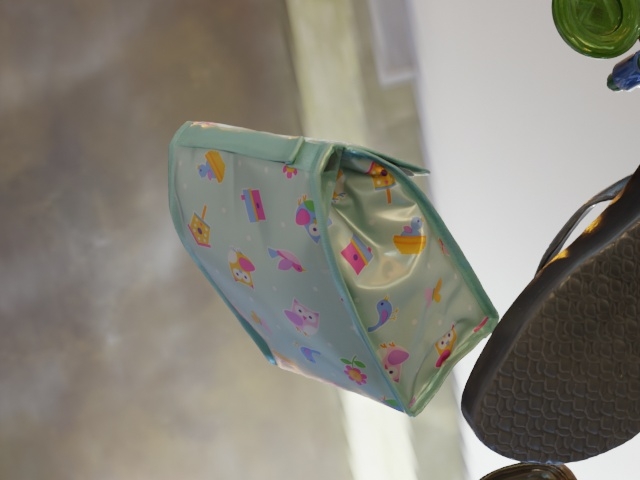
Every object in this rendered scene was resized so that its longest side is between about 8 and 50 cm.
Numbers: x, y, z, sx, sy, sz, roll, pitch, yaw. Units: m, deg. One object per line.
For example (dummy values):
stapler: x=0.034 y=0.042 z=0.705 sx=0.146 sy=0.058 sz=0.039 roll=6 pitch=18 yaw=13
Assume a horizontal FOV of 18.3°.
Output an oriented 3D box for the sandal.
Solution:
sandal: x=0.160 y=0.003 z=0.952 sx=0.097 sy=0.254 sz=0.054 roll=43 pitch=-7 yaw=-28

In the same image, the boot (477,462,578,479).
boot: x=0.079 y=0.219 z=1.339 sx=0.219 sy=0.106 sz=0.082 roll=-41 pitch=-109 yaw=39

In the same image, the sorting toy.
sorting toy: x=0.160 y=-0.108 z=1.038 sx=0.042 sy=0.102 sz=0.061 roll=149 pitch=-58 yaw=-67

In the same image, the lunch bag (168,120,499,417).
lunch bag: x=0.000 y=0.000 z=1.733 sx=0.223 sy=0.160 sz=0.262 roll=14 pitch=-37 yaw=50
